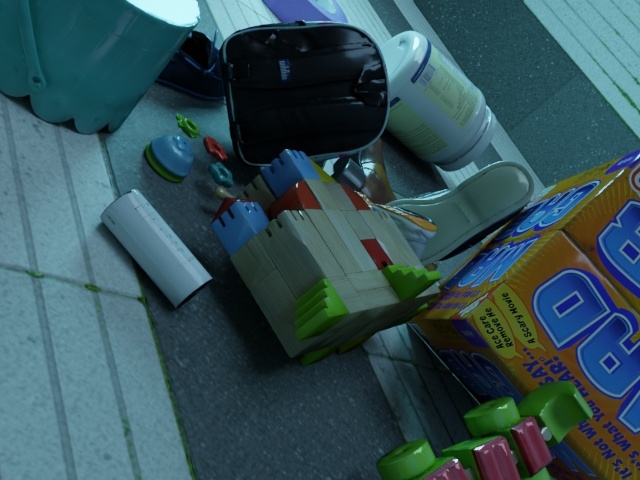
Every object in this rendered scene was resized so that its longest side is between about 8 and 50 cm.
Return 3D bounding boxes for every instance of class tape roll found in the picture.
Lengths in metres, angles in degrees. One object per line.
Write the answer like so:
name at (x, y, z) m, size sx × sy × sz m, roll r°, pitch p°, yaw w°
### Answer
tape roll at (-0.053, -0.637, 2.053) m, size 0.275 × 0.090 × 0.275 m, roll 38°, pitch 26°, yaw -22°

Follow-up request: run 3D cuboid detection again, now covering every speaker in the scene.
speaker at (-0.184, 0.010, 0.875) m, size 0.136 × 0.055 × 0.055 m, roll 49°, pitch 23°, yaw 2°

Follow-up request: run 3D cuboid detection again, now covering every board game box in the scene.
board game box at (0.408, 0.132, 1.176) m, size 0.356 × 0.356 × 0.356 m, roll 49°, pitch -9°, yaw 0°

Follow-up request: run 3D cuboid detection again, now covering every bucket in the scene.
bucket at (-0.302, -0.295, 0.978) m, size 0.281 × 0.183 × 0.281 m, roll 38°, pitch 26°, yaw -22°

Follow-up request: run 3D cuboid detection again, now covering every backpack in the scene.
backpack at (-0.023, -0.230, 1.232) m, size 0.191 × 0.253 × 0.225 m, roll -126°, pitch -153°, yaw -81°

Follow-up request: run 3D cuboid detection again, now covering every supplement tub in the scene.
supplement tub at (0.271, -0.348, 1.986) m, size 0.325 × 0.235 × 0.235 m, roll 37°, pitch 26°, yaw -26°

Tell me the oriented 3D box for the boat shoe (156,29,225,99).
boat shoe at (-0.200, -0.292, 1.266) m, size 0.109 × 0.089 × 0.258 m, roll 54°, pitch 24°, yaw 12°

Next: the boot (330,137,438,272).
boot at (0.151, -0.071, 1.531) m, size 0.280 × 0.096 × 0.264 m, roll 44°, pitch 23°, yaw -11°

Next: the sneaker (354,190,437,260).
sneaker at (0.047, -0.015, 1.234) m, size 0.262 × 0.121 × 0.099 m, roll 24°, pitch 12°, yaw 30°

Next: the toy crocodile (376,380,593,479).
toy crocodile at (0.175, 0.264, 0.887) m, size 0.340 × 0.105 × 0.115 m, roll -20°, pitch 83°, yaw -29°

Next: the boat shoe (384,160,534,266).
boat shoe at (0.196, -0.023, 1.318) m, size 0.127 × 0.340 × 0.113 m, roll 59°, pitch -4°, yaw 19°

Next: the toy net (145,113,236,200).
toy net at (-0.139, -0.075, 1.103) m, size 0.232 × 0.045 × 0.122 m, roll 44°, pitch 22°, yaw -14°

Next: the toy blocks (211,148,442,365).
toy blocks at (0.000, 0.000, 1.028) m, size 0.261 × 0.191 × 0.381 m, roll 57°, pitch 25°, yaw 15°

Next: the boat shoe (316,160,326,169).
boat shoe at (-0.010, -0.183, 1.439) m, size 0.069 × 0.081 × 0.227 m, roll 32°, pitch 26°, yaw -25°
